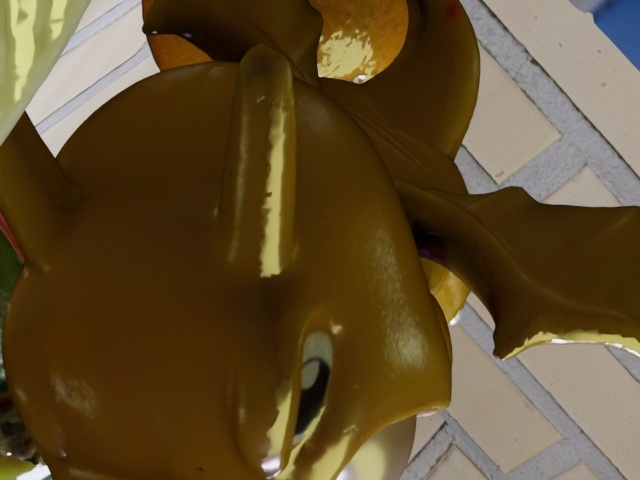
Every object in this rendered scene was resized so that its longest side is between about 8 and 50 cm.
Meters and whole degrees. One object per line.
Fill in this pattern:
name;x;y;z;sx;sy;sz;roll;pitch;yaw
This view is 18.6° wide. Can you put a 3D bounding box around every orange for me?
orange;-0.025;-0.159;1.293;0.206;0.206;0.206;-42;180;0

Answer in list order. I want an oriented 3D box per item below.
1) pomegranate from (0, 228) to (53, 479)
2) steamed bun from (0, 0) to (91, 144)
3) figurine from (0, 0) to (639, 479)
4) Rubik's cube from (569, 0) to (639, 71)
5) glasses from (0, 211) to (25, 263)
pomegranate;-0.229;0.052;1.313;0.260;0.260;0.340;-42;-155;-9
steamed bun;-0.149;-0.053;0.331;0.239;0.152;0.170;-49;144;2
figurine;-0.029;-0.023;1.022;0.268;0.401;0.387;-33;-178;26
Rubik's cube;0.185;-0.237;0.581;0.346;0.347;0.344;-41;179;0
glasses;-0.227;0.073;1.008;0.234;0.268;0.118;-44;-160;-21
